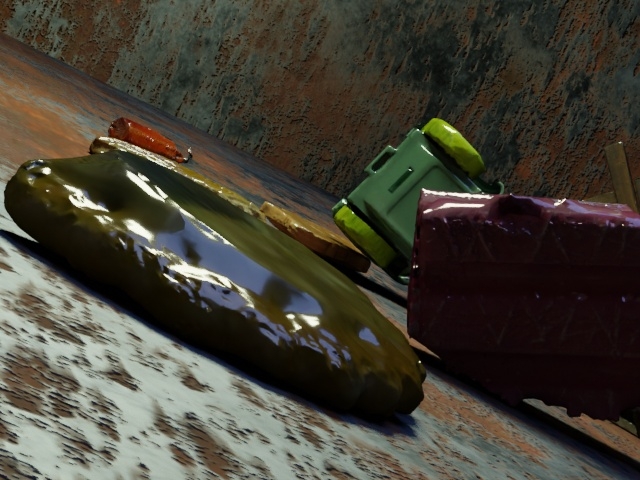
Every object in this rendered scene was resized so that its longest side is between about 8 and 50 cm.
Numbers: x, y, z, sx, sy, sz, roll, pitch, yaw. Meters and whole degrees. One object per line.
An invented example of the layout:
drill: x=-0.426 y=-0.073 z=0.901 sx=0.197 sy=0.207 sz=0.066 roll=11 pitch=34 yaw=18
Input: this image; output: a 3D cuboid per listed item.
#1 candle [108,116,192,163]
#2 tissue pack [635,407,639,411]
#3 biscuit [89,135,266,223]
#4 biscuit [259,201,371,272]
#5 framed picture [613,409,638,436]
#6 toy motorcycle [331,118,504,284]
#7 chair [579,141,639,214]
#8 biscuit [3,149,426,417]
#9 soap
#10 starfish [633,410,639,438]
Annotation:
candle: x=-0.237 y=-0.139 z=2.227 sx=0.162 sy=0.048 sz=0.053 roll=23 pitch=35 yaw=-57
tissue pack: x=0.515 y=0.152 z=1.948 sx=0.338 sy=0.160 sz=0.242 roll=32 pitch=40 yaw=-19
biscuit: x=-0.181 y=-0.078 z=1.948 sx=0.229 sy=0.031 sz=0.176 roll=24 pitch=4 yaw=-42
biscuit: x=0.000 y=0.000 z=2.089 sx=0.162 sy=0.035 sz=0.250 roll=35 pitch=6 yaw=14
framed picture: x=0.338 y=0.190 z=1.970 sx=0.281 sy=0.019 sz=0.209 roll=30 pitch=6 yaw=36
toy motorcycle: x=0.183 y=0.016 z=2.029 sx=0.326 sy=0.191 sz=0.200 roll=46 pitch=-4 yaw=3
chair: x=0.385 y=0.110 z=2.191 sx=0.241 sy=0.416 sz=0.203 roll=-18 pitch=-22 yaw=19
biscuit: x=-0.060 y=0.026 z=1.178 sx=0.329 sy=0.078 sz=0.335 roll=31 pitch=7 yaw=5
soap: x=0.247 y=0.061 z=1.553 sx=0.325 sy=0.220 sz=0.127 roll=4 pitch=10 yaw=5
starfish: x=0.389 y=0.243 z=1.503 sx=0.138 sy=0.050 sz=0.247 roll=26 pitch=11 yaw=-25
